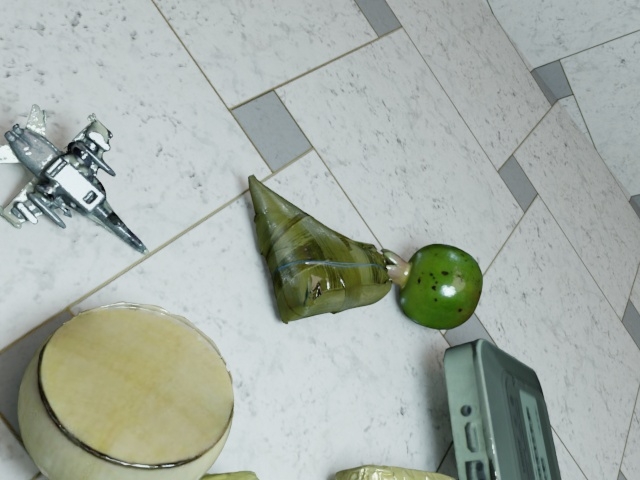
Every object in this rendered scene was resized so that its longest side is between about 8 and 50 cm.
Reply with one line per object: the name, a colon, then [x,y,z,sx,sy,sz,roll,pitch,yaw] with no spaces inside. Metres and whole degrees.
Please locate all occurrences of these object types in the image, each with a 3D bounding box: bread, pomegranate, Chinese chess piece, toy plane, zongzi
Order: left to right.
toy plane: [-0.336,-0.065,0.908,0.262,0.088,0.192,44,72,-21]
Chinese chess piece: [-0.234,0.197,0.790,0.257,0.104,0.257,22,35,-16]
zongzi: [0.000,0.000,1.172,0.251,0.125,0.274,-3,65,-44]
bread: [0.127,0.433,1.040,0.237,0.140,0.106,22,57,-32]
pomegranate: [0.217,0.085,1.307,0.225,0.187,0.186,20,52,-5]

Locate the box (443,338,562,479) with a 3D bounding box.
box: [0.372,0.419,1.243,0.397,0.111,0.395,32,47,-50]

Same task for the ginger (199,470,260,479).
ginger: [-0.173,0.364,0.829,0.193,0.115,0.122,4,96,-20]
